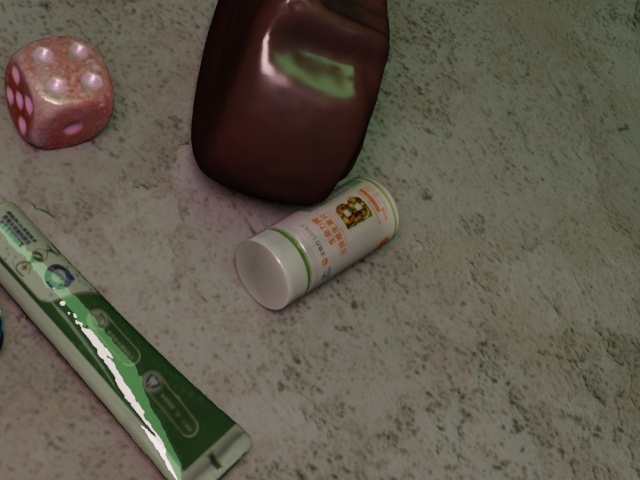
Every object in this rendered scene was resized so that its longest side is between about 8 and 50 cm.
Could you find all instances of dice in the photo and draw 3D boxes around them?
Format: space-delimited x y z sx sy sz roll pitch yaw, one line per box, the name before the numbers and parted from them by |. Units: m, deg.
dice | -0.282 -0.158 1.189 0.093 0.094 0.091 -15 71 -33

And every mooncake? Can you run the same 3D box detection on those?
mooncake | -0.025 -0.211 1.214 0.174 0.333 0.326 17 11 -15

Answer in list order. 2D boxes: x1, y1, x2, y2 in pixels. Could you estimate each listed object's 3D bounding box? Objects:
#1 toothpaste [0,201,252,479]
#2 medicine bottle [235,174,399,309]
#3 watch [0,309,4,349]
toothpaste | -0.228 0.087 1.081 0.392 0.061 0.099 47 52 4
medicine bottle | 0.000 0.000 1.227 0.183 0.086 0.086 -32 77 -37
watch | -0.453 0.052 0.998 0.274 0.068 0.276 -29 76 -31
